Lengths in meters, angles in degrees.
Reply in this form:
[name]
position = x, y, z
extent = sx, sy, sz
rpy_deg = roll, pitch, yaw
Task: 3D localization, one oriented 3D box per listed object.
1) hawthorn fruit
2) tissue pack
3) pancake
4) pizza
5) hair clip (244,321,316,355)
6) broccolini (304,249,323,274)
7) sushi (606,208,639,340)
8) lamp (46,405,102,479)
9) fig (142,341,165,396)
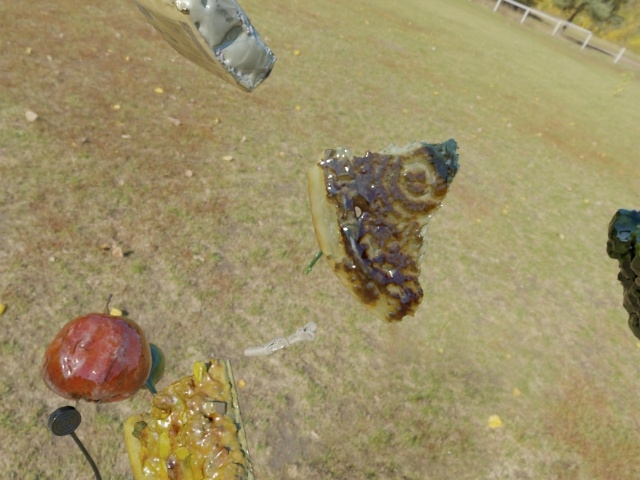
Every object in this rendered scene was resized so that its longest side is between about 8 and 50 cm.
[hawthorn fruit]
position = -0.533, 0.258, 1.159
extent = 0.242, 0.242, 0.271
rpy_deg = 13, 64, -16
[tissue pack]
position = -0.190, -0.343, 0.747
extent = 0.222, 0.090, 0.186
rpy_deg = 36, -3, 37
[pancake]
position = 0.106, -0.039, 0.672
extent = 0.266, 0.245, 0.057
rpy_deg = 51, 0, -13
[pizza]
position = -0.224, 0.359, 0.763
extent = 0.087, 0.258, 0.268
rpy_deg = 22, 34, -46
[hair clip]
position = -0.115, 0.299, 1.375
extent = 0.226, 0.034, 0.072
rpy_deg = -22, 18, -1
[broccolini]
position = 0.006, 0.002, 1.240
extent = 0.052, 0.194, 0.054
rpy_deg = 22, -15, -26
[sushi]
position = 0.517, 0.055, 0.478
extent = 0.294, 0.178, 0.352
rpy_deg = -24, 25, -2
[lamp]
position = -0.530, 0.558, 1.125
extent = 0.130, 0.370, 0.109
rpy_deg = -18, 24, -38
[fig]
position = -0.516, 0.420, 1.430
extent = 0.149, 0.149, 0.245
rpy_deg = -7, 37, -39
